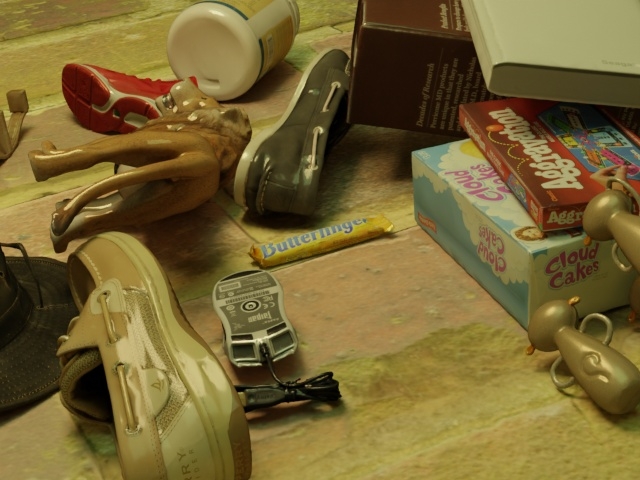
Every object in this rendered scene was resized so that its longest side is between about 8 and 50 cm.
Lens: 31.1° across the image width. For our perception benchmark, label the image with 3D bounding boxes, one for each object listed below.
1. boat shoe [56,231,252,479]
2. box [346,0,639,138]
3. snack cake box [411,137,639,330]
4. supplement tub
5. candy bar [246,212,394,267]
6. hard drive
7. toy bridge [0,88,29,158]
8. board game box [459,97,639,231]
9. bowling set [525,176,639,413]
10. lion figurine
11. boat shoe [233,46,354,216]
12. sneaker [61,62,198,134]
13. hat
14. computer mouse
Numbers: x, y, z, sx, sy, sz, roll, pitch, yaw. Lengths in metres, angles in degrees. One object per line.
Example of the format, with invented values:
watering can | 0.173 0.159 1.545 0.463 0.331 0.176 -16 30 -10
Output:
boat shoe | -0.170 0.094 0.970 0.110 0.121 0.341 -16 31 -21
box | 0.227 -0.212 1.361 0.382 0.143 0.191 9 35 -2
snack cake box | 0.212 -0.022 1.152 0.152 0.089 0.264 -13 28 -16
supplement tub | -0.122 -0.303 1.694 0.144 0.144 0.199 6 29 21
candy bar | 0.000 0.000 1.228 0.162 0.018 0.040 -15 29 -18
hard drive | 0.261 -0.243 1.261 0.203 0.040 0.307 4 36 -6
toy bridge | -0.428 -0.141 1.532 0.026 0.063 0.188 -2 26 7
board game box | 0.243 -0.088 1.146 0.145 0.027 0.281 -9 27 -6
bowling set | 0.321 0.026 0.992 0.200 0.287 0.154 28 13 -39
lion figurine | -0.172 -0.074 1.226 0.240 0.142 0.392 -11 17 -8
boat shoe | -0.002 -0.127 1.391 0.096 0.112 0.335 18 38 10
sneaker | -0.254 -0.197 1.609 0.221 0.087 0.128 31 35 32
hat | -0.369 0.045 1.094 0.332 0.133 0.331 -4 27 2
computer mouse | -0.051 0.093 1.040 0.106 0.042 0.193 -14 34 -5
